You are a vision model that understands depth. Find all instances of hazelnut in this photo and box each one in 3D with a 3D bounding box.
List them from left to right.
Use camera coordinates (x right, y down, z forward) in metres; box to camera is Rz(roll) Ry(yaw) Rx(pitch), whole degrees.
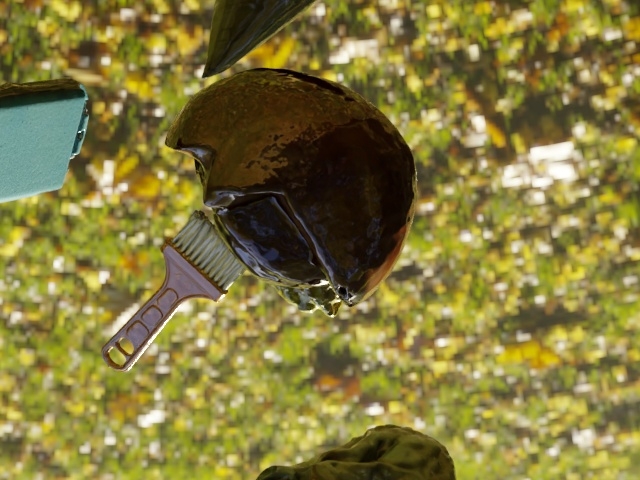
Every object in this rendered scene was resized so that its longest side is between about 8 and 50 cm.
[{"bbox_3d":[-0.024,-0.046,1.105,0.202,0.160,0.170,22,163,23],"label":"hazelnut"}]

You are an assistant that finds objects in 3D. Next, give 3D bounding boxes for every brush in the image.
[{"bbox_3d":[-0.181,0.074,1.640,0.090,0.017,0.314,44,135,-1],"label":"brush"}]

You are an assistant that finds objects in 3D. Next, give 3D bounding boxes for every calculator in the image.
[{"bbox_3d":[-0.406,-0.122,1.835,0.293,0.051,0.173,-18,134,-55],"label":"calculator"}]

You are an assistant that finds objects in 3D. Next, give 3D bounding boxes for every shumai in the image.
[{"bbox_3d":[0.039,0.299,1.783,0.222,0.272,0.203,-12,124,27],"label":"shumai"}]

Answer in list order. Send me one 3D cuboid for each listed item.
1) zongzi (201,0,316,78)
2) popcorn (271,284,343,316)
[{"bbox_3d":[0.025,-0.335,1.365,0.160,0.360,0.323,36,147,-25],"label":"zongzi"},{"bbox_3d":[0.005,-0.002,1.744,0.174,0.173,0.142,-26,164,30],"label":"popcorn"}]
